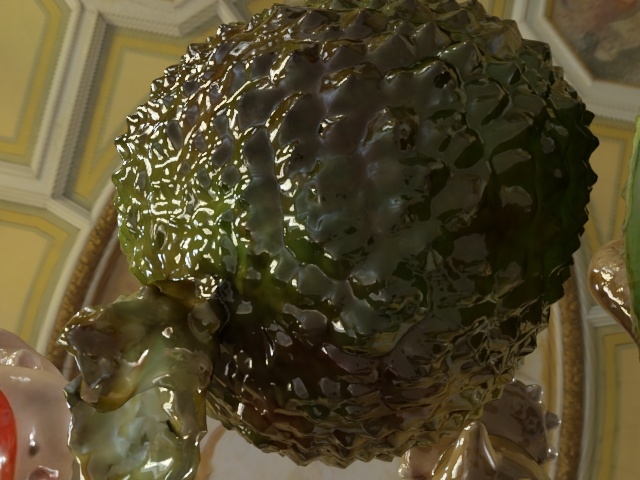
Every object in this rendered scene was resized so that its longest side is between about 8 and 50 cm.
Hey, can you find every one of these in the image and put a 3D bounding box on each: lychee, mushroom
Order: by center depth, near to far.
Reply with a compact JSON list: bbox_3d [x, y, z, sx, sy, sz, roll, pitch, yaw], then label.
[{"bbox_3d":[0.009,-0.005,0.476,0.320,0.270,0.270,-13,-99,-12],"label":"lychee"},{"bbox_3d":[0.340,0.069,0.841,0.094,0.072,0.210,-27,-130,-14],"label":"mushroom"}]

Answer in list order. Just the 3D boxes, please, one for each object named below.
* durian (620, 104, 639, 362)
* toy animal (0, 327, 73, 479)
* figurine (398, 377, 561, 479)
[{"bbox_3d":[0.238,0.012,0.367,0.163,0.394,0.198,-7,-70,6],"label":"durian"},{"bbox_3d":[-0.261,0.162,0.668,0.171,0.198,0.171,0,-84,-4],"label":"toy animal"},{"bbox_3d":[0.158,0.212,0.886,0.177,0.247,0.173,-17,-106,21],"label":"figurine"}]
